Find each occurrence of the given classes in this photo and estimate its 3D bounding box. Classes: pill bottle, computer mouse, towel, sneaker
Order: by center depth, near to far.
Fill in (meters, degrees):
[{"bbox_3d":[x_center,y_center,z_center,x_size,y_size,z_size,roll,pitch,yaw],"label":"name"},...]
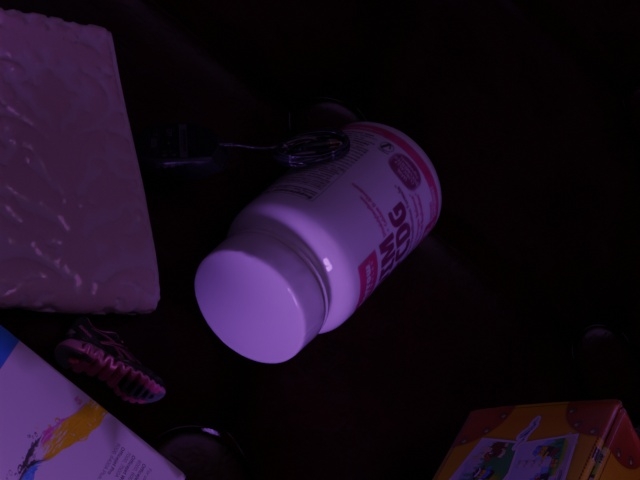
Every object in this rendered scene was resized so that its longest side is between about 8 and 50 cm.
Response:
[{"bbox_3d":[-0.317,-0.081,1.239,0.332,0.053,0.317,4,65,-43],"label":"towel"},{"bbox_3d":[-0.196,0.112,1.260,0.119,0.047,0.057,34,38,-25],"label":"sneaker"},{"bbox_3d":[-0.089,-0.090,1.387,0.242,0.041,0.071,-1,39,-3],"label":"computer mouse"},{"bbox_3d":[0.000,0.000,1.404,0.160,0.160,0.283,53,45,-6],"label":"pill bottle"}]

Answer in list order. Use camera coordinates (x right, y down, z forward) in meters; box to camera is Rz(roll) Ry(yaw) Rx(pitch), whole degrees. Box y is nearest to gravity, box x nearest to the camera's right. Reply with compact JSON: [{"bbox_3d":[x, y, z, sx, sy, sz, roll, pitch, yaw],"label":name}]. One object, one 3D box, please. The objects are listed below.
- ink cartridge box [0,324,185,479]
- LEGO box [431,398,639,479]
[{"bbox_3d":[-0.267,0.205,1.053,0.233,0.171,0.168,42,47,-16],"label":"ink cartridge box"},{"bbox_3d":[0.201,0.457,1.253,0.500,0.193,0.372,-50,120,-44],"label":"LEGO box"}]
